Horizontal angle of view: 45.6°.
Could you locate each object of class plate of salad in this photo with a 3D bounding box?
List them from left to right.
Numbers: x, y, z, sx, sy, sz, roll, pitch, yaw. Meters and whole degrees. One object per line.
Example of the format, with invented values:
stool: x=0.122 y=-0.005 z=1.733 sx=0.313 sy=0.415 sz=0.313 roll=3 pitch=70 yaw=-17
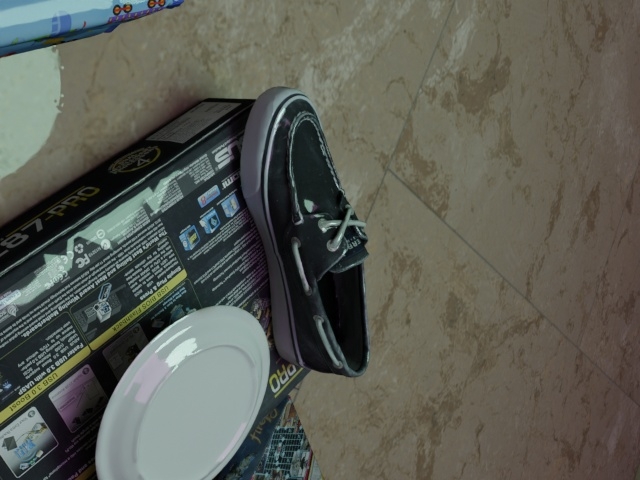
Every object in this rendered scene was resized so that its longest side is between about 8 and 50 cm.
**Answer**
plate of salad: x=-0.122 y=0.148 z=0.682 sx=0.200 sy=0.048 sz=0.200 roll=-31 pitch=133 yaw=-41

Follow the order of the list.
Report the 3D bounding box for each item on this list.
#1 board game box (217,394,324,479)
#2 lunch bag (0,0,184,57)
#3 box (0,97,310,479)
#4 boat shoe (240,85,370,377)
board game box: x=-0.071 y=0.322 z=0.871 sx=0.243 sy=0.042 sz=0.165 roll=-61 pitch=141 yaw=-49
lunch bag: x=-0.258 y=-0.277 z=0.522 sx=0.221 sy=0.138 sz=0.293 roll=-28 pitch=110 yaw=-39
box: x=-0.164 y=0.090 z=0.730 sx=0.395 sy=0.097 sz=0.318 roll=-43 pitch=127 yaw=-34
boat shoe: x=0.000 y=0.000 z=0.748 sx=0.108 sy=0.102 sz=0.301 roll=-26 pitch=118 yaw=-45
